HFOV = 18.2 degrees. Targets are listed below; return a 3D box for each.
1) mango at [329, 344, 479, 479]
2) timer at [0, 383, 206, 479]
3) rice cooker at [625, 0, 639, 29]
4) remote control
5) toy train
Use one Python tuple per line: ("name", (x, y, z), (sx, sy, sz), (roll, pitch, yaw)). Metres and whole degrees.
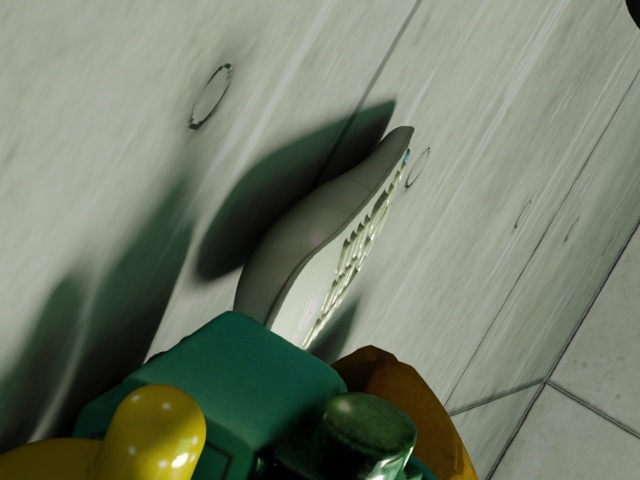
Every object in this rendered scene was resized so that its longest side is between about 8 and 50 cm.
("mango", (-0.001, 0.187, 1.165), (0.236, 0.136, 0.166), (-33, 158, -50))
("timer", (-0.080, 0.112, 0.703), (0.107, 0.107, 0.109), (-46, 164, -49))
("rice cooker", (0.331, -0.223, 1.270), (0.267, 0.267, 0.224), (-48, 161, -45))
("remote control", (0.000, 0.000, 0.930), (0.229, 0.044, 0.073), (-54, 165, -66))
("toy train", (-0.041, 0.132, 0.809), (0.107, 0.154, 0.198), (-32, 150, -59))
